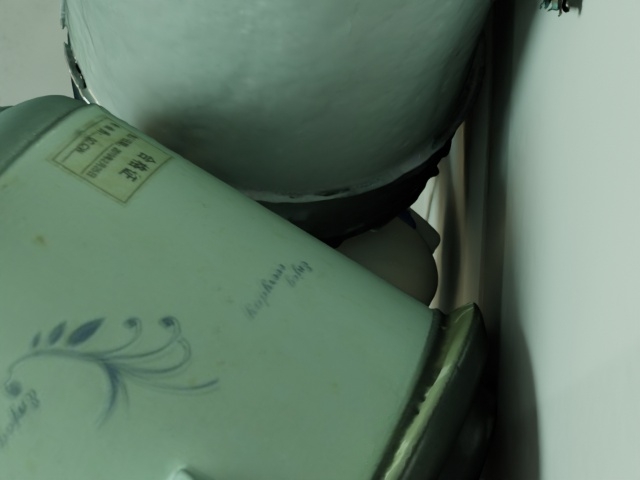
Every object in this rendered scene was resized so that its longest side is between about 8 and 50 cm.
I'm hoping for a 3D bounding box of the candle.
[{"bbox_3d":[-0.014,-0.153,0.563,0.342,0.221,0.221,103,173,-60],"label":"candle"}]

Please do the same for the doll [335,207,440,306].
[{"bbox_3d":[-0.001,-0.035,0.750,0.119,0.138,0.293,117,145,-45],"label":"doll"}]

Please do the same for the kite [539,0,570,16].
[{"bbox_3d":[0.091,-0.122,0.303,0.335,0.011,0.314,96,178,-82],"label":"kite"}]

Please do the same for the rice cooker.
[{"bbox_3d":[-0.070,0.099,0.521,0.264,0.316,0.316,-59,2,2],"label":"rice cooker"}]
